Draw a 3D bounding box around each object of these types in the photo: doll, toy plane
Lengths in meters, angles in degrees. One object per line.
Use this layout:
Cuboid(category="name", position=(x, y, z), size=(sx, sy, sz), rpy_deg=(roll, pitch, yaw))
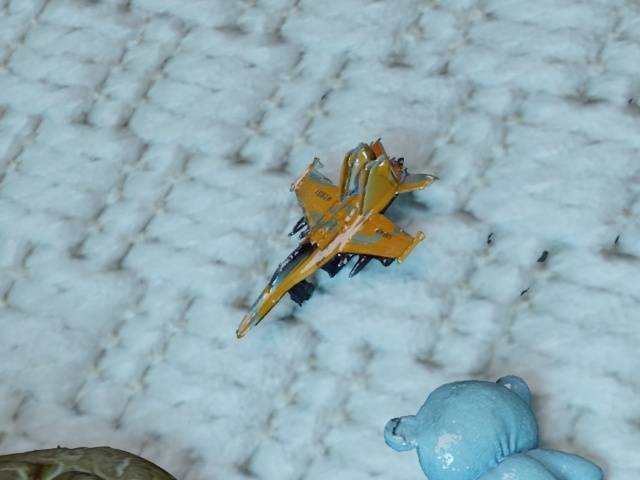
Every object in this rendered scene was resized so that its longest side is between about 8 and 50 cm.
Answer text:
Cuboid(category="doll", position=(0.125, 0.168, 1.287), size=(0.120, 0.075, 0.180), rpy_deg=(-14, 58, -36))
Cuboid(category="toy plane", position=(0.005, 0.006, 1.485), size=(0.135, 0.062, 0.188), rpy_deg=(33, 87, 41))

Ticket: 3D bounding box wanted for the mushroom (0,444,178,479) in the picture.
Cuboid(category="mushroom", position=(-0.150, 0.217, 1.353), size=(0.151, 0.156, 0.285), rpy_deg=(-28, 41, -36))
